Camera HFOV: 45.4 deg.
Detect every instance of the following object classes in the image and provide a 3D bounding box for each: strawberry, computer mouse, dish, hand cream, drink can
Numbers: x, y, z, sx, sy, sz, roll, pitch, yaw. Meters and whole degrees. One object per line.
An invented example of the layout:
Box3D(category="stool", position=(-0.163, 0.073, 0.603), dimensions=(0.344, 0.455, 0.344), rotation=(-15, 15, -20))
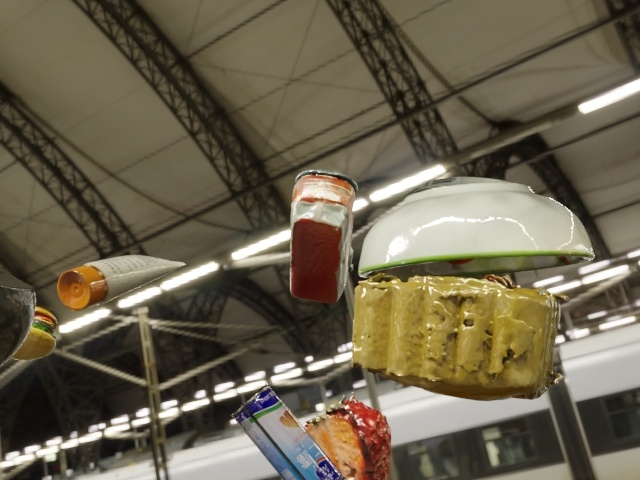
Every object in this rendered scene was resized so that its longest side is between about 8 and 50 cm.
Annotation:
Box3D(category="strawberry", position=(0.095, 0.502, 1.813), dimensions=(0.150, 0.280, 0.253), rotation=(-10, -39, -42))
Box3D(category="computer mouse", position=(-0.532, 0.136, 1.196), dimensions=(0.087, 0.168, 0.295), rotation=(28, -1, 8))
Box3D(category="dish", position=(0.210, -0.021, 1.077), dimensions=(0.324, 0.124, 0.324), rotation=(-3, -7, 0))
Box3D(category="hand cream", position=(-0.438, 0.070, 1.664), dimensions=(0.140, 0.089, 0.314), rotation=(8, 15, 24))
Box3D(category="drink can", position=(-0.062, 0.393, 1.461), dimensions=(0.097, 0.235, 0.097), rotation=(-40, -10, -8))

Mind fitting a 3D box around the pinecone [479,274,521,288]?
Box3D(category="pinecone", position=(0.312, 0.142, 1.437), dimensions=(0.174, 0.173, 0.173), rotation=(-11, -18, -4))

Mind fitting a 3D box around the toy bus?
Box3D(category="toy bus", position=(0.000, 0.000, 1.369), dimensions=(0.121, 0.119, 0.265), rotation=(10, -40, 6))

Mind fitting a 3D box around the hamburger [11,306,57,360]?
Box3D(category="hamburger", position=(-0.725, 0.227, 1.881), dimensions=(0.162, 0.115, 0.162), rotation=(-1, -34, -1))

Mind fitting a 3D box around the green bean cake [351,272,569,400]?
Box3D(category="green bean cake", position=(0.165, 0.109, 0.896), dimensions=(0.224, 0.131, 0.230), rotation=(5, -2, 23))
